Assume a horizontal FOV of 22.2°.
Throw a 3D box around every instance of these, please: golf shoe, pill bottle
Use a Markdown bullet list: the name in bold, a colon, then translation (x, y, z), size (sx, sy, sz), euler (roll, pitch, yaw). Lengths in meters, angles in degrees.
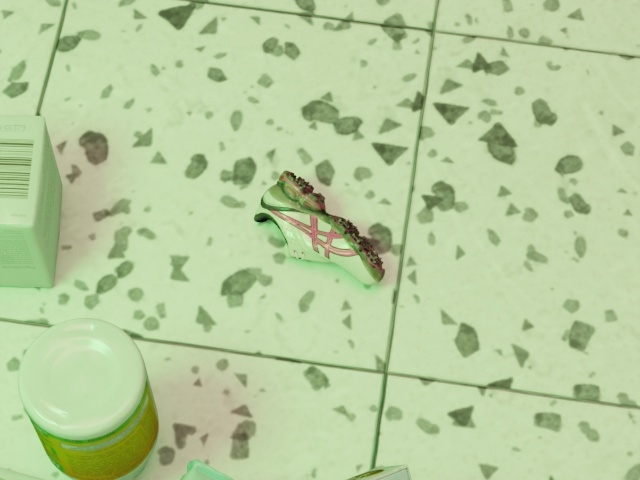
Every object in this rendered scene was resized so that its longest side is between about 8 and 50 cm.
- **golf shoe**: translation (0.000, 0.000, 2.037), size (0.186, 0.067, 0.086), euler (43, 100, 16)
- **pill bottle**: translation (-0.253, 0.195, 1.831), size (0.136, 0.246, 0.136), euler (0, 64, 0)

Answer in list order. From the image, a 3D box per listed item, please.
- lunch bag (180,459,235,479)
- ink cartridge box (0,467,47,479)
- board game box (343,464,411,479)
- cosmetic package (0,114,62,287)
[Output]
- **lunch bag**: translation (-0.075, 0.399, 1.785), size (0.262, 0.160, 0.223), euler (26, 63, -2)
- **ink cartridge box**: translation (-0.440, 0.363, 1.742), size (0.175, 0.069, 0.371), euler (14, 29, 10)
- **board game box**: translation (-0.003, 0.429, 1.684), size (0.318, 0.066, 0.318), euler (-14, 88, -35)
- **cosmetic package**: translation (-0.403, -0.046, 1.983), size (0.151, 0.184, 0.151), euler (2, 64, -1)
